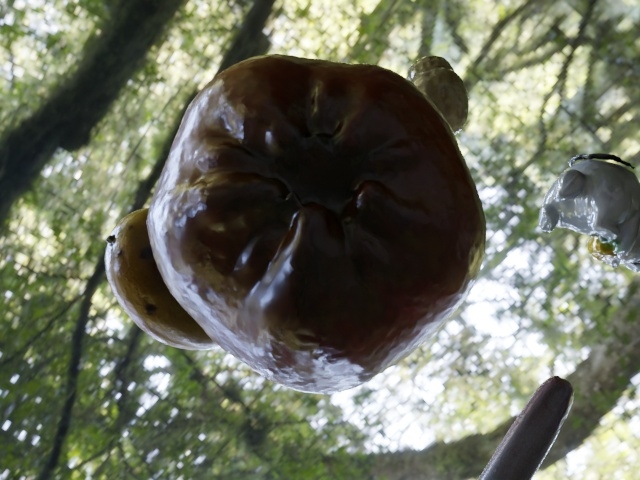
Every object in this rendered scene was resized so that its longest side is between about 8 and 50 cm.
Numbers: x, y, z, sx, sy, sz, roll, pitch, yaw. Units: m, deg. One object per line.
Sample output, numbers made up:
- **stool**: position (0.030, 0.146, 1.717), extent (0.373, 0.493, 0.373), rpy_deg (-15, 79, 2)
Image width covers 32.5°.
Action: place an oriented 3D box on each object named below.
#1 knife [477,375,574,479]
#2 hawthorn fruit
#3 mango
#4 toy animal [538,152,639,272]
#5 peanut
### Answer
- **knife**: position (0.186, 0.256, 1.102), extent (0.123, 0.053, 0.278), rpy_deg (32, -102, 10)
- **hawthorn fruit**: position (0.000, 0.000, 0.761), extent (0.224, 0.261, 0.224), rpy_deg (-1, -108, 5)
- **mango**: position (-0.155, 0.048, 1.161), extent (0.115, 0.090, 0.178), rpy_deg (-42, -66, -21)
- **toy animal**: position (0.513, -0.032, 1.815), extent (0.325, 0.208, 0.154), rpy_deg (16, -99, -10)
- **peanut**: position (0.167, -0.216, 1.623), extent (0.086, 0.104, 0.228), rpy_deg (-8, -156, 2)
